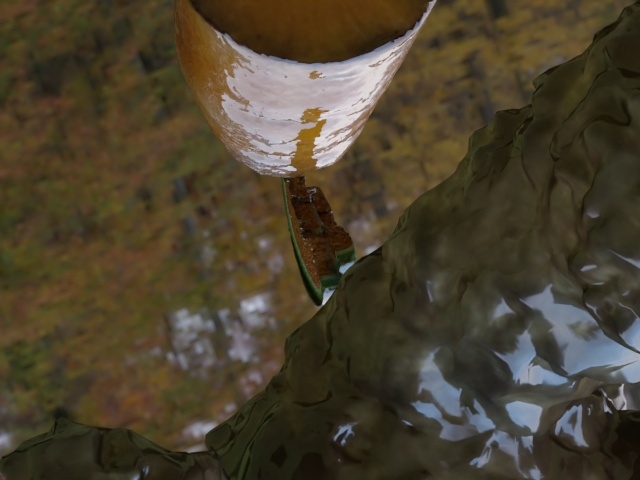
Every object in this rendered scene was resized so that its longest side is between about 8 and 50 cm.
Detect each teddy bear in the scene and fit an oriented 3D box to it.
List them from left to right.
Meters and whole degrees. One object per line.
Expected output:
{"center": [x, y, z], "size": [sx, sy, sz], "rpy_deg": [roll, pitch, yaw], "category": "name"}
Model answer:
{"center": [0.032, 0.112, 0.391], "size": [0.296, 0.246, 0.223], "rpy_deg": [-34, -152, 40], "category": "teddy bear"}

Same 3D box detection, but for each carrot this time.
{"center": [-0.013, -0.120, 0.987], "size": [0.159, 0.159, 0.225], "rpy_deg": [-24, 157, -16], "category": "carrot"}

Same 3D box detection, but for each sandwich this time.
{"center": [0.000, 0.000, 1.064], "size": [0.029, 0.067, 0.135], "rpy_deg": [-10, -146, -8], "category": "sandwich"}
